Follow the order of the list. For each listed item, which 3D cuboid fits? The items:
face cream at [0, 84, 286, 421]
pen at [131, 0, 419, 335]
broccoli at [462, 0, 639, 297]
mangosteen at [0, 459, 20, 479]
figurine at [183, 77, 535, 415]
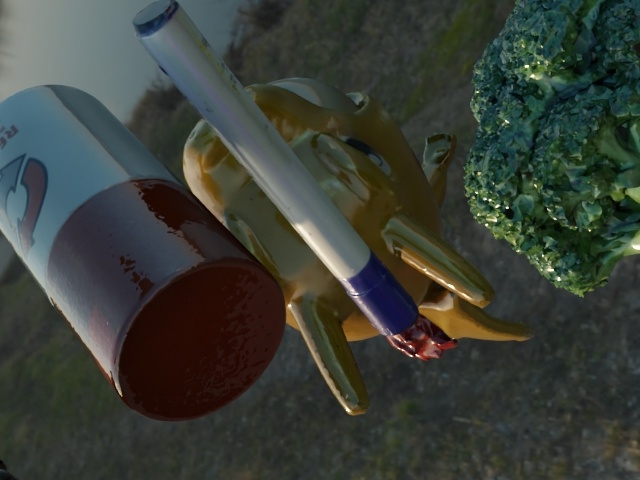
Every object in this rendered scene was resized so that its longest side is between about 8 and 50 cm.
[{"bbox_3d":[-0.111,-0.001,0.590,0.214,0.096,0.095,41,116,45],"label":"face cream"},{"bbox_3d":[-0.019,-0.034,0.647,0.033,0.269,0.033,-25,36,20],"label":"pen"},{"bbox_3d":[0.224,-0.068,0.658,0.270,0.270,0.270,42,121,26],"label":"broccoli"},{"bbox_3d":[-0.279,0.247,0.737,0.216,0.216,0.216,-42,41,52],"label":"mangosteen"},{"bbox_3d":[0.037,-0.003,1.061,0.387,0.401,0.268,-19,-55,-84],"label":"figurine"}]
